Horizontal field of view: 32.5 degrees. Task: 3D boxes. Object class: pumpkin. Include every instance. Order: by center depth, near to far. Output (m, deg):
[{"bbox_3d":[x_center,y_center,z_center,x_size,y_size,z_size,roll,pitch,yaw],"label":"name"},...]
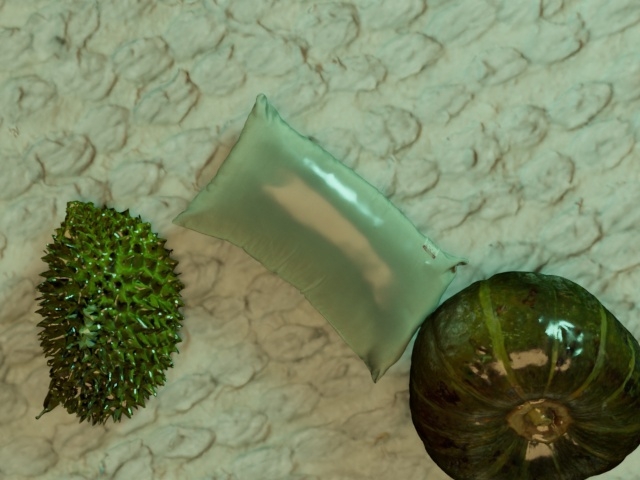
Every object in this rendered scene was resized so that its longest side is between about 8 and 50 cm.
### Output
[{"bbox_3d":[0.179,0.123,0.987,0.219,0.162,0.219,2,124,3],"label":"pumpkin"}]

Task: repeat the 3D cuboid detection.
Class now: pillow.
[{"bbox_3d":[-0.001,0.000,1.008,0.254,0.078,0.144,39,99,-4],"label":"pillow"}]

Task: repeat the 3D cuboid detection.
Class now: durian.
[{"bbox_3d":[-0.201,0.082,1.027,0.137,0.095,0.221,10,106,2],"label":"durian"}]
